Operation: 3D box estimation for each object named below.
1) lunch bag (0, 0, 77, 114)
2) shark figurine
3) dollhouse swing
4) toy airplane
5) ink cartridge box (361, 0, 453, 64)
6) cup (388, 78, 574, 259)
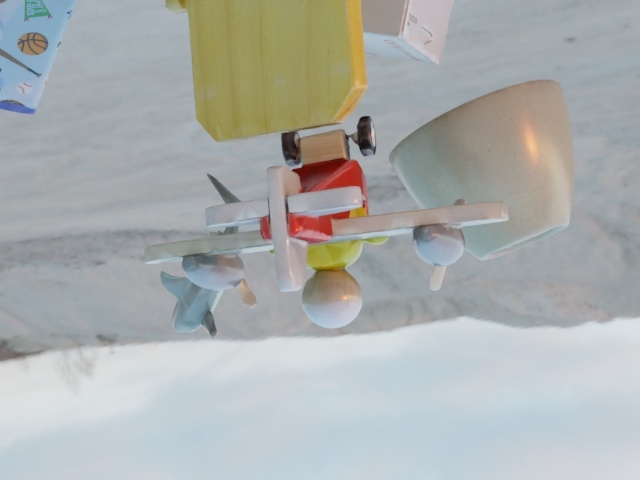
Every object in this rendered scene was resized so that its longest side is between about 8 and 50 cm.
[{"bbox_3d":[-0.611,-0.486,1.578,0.239,0.385,0.328,8,137,-36],"label":"lunch bag"},{"bbox_3d":[-0.199,0.043,1.400,0.116,0.278,0.166,20,-168,-22],"label":"shark figurine"},{"bbox_3d":[-0.004,-0.328,1.186,0.347,0.305,0.315,-4,-163,42],"label":"dollhouse swing"},{"bbox_3d":[0.000,0.000,1.158,0.384,0.272,0.386,-20,-162,-30],"label":"toy airplane"},{"bbox_3d":[0.044,-0.398,1.448,0.307,0.129,0.223,15,-174,23],"label":"ink cartridge box"},{"bbox_3d":[0.317,-0.103,1.532,0.331,0.237,0.331,-20,170,-4],"label":"cup"}]
